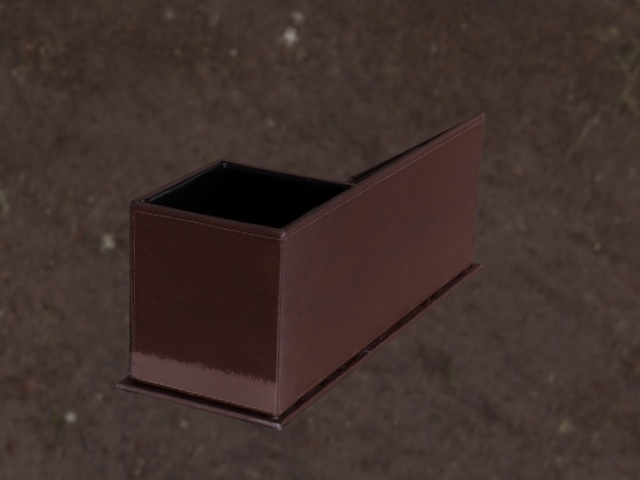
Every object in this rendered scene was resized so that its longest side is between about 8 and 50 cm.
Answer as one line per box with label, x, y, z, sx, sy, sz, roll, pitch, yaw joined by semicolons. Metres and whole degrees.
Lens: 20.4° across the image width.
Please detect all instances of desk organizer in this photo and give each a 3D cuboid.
desk organizer;0.000;0.000;0.480;0.047;0.050;0.130;12;22;24
